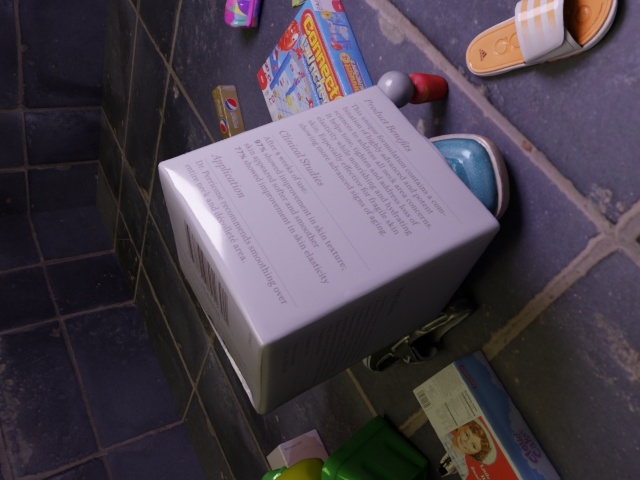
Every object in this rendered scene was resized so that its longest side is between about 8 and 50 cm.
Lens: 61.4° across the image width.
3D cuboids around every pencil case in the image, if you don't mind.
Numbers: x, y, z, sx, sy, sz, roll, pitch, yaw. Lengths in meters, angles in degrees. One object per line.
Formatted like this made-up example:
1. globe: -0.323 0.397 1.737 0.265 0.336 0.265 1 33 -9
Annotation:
1. pencil case: -0.197 -0.691 1.443 0.104 0.104 0.236 51 139 34

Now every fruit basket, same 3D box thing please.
1. fruit basket: 0.052 0.631 1.324 0.392 0.283 0.392 14 112 37

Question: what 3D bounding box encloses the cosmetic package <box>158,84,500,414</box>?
1. cosmetic package: -0.001 0.017 0.893 0.329 0.393 0.327 56 158 25

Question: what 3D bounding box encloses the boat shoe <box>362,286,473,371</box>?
1. boat shoe: 0.191 0.203 1.131 0.119 0.121 0.335 62 141 30

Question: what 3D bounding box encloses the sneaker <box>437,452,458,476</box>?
1. sneaker: 0.284 0.468 1.152 0.040 0.043 0.109 44 132 43

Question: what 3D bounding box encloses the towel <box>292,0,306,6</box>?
1. towel: -0.057 -0.627 1.333 0.060 0.009 0.083 10 108 54

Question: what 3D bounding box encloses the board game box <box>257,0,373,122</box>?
1. board game box: -0.014 -0.352 1.289 0.302 0.086 0.308 -35 71 55

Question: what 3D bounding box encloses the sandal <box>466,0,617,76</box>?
1. sandal: 0.313 -0.313 0.827 0.265 0.076 0.102 -10 92 56

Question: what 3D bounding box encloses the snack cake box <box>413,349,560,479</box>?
1. snack cake box: 0.311 0.367 1.039 0.264 0.089 0.152 62 141 22

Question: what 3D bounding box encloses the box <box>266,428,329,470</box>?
1. box: -0.023 0.746 1.602 0.311 0.148 0.121 60 142 23

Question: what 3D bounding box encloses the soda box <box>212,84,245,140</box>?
1. soda box: -0.288 -0.394 1.704 0.061 0.058 0.181 -13 89 57

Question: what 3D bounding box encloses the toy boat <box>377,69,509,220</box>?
1. toy boat: 0.195 -0.155 0.988 0.267 0.148 0.318 -16 87 57
